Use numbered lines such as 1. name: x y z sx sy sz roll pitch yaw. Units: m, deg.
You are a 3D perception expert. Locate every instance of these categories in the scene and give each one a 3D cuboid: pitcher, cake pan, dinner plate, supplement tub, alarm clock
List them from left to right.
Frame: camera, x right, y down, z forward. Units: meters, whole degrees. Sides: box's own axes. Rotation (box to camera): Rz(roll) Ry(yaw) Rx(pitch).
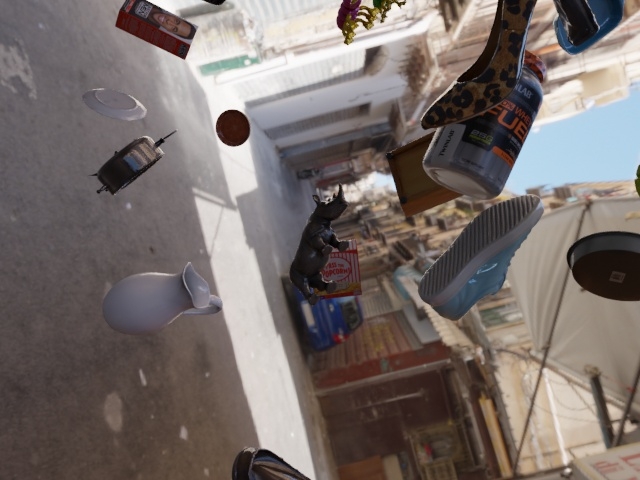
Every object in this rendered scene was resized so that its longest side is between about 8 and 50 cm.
1. dinner plate: -0.471 -0.318 1.276 0.141 0.141 0.017 -101 -150 -53
2. alarm clock: -0.359 -0.162 1.089 0.064 0.192 0.129 54 -7 -13
3. pitcher: -0.324 0.133 1.158 0.178 0.207 0.126 54 23 -53
4. supplement tub: 0.406 -0.288 1.362 0.207 0.207 0.338 55 60 -83
5. cake pan: 0.862 0.084 1.599 0.293 0.293 0.054 73 36 -51

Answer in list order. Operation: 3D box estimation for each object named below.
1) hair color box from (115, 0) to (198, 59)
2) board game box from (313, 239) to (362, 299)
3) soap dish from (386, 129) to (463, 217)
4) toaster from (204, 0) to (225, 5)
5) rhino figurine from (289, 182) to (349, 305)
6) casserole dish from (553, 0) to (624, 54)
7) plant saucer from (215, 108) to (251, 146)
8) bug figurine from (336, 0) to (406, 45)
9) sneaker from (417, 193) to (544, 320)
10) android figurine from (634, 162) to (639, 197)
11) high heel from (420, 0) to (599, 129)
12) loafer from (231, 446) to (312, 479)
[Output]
1. hair color box: -0.317 -0.418 1.086 0.043 0.141 0.072 -47 -152 45
2. board game box: 0.043 0.090 1.648 0.045 0.146 0.194 -95 176 -49
3. soap dish: 0.356 -0.230 1.765 0.118 0.290 0.229 6 66 -55
4. toaster: -0.242 -0.614 1.207 0.185 0.168 0.110 2 70 -41
5. rhino figurine: 0.000 0.000 1.115 0.106 0.073 0.243 31 -71 48
6. casserole dish: 0.605 -0.506 1.268 0.114 0.188 0.037 56 -5 -25
7. plant saucer: -0.195 -0.252 1.245 0.013 0.083 0.084 -44 121 -70
8. bug figurine: 0.106 -0.477 0.995 0.072 0.279 0.216 41 -32 9
9. sneaker: 0.404 0.046 1.349 0.150 0.366 0.135 46 5 -30
10. android figurine: 0.702 -0.087 1.063 0.273 0.248 0.056 57 -21 -10
11. high heel: 0.207 -0.278 0.726 0.186 0.261 0.093 49 16 -23
12. loafer: -0.038 0.578 1.238 0.366 0.130 0.134 44 33 -14
